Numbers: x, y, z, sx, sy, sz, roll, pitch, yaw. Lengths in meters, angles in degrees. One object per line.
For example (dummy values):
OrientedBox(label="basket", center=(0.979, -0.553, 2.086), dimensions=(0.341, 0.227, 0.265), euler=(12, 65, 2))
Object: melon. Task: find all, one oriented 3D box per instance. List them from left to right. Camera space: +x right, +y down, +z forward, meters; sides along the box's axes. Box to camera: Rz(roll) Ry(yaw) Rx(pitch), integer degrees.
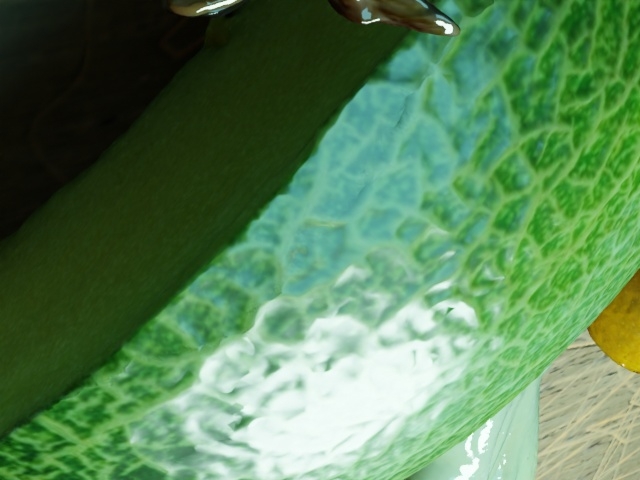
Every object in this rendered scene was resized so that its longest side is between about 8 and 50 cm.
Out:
OrientedBox(label="melon", center=(0.000, 0.000, 0.707), dimensions=(0.343, 0.226, 0.331), euler=(-56, 168, -5))

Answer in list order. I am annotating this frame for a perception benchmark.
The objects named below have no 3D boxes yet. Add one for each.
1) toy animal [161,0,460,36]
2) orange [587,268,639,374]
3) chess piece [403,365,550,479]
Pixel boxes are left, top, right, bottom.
OrientedBox(label="toy animal", center=(-0.044, -0.117, 0.523), dimensions=(0.179, 0.188, 0.089), euler=(-34, -175, 1))
OrientedBox(label="orange", center=(0.228, 0.022, 1.074), dimensions=(0.135, 0.117, 0.135), euler=(3, 162, 1))
OrientedBox(label="chess piece", center=(0.078, 0.106, 0.977), dimensions=(0.176, 0.176, 0.298), euler=(-7, 126, -47))
